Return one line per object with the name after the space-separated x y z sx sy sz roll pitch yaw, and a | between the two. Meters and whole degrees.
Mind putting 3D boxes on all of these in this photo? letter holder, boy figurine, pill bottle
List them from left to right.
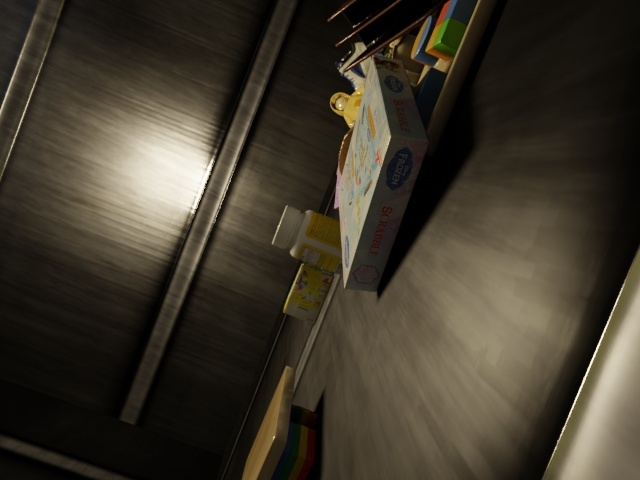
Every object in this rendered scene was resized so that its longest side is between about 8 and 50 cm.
0.000 0.000 1.300 0.119 0.208 0.119 -158 90 -85 | pill bottle
0.135 -0.467 1.900 0.285 0.092 0.177 34 104 55 | boy figurine
0.162 -0.612 1.493 0.301 0.152 0.214 -20 25 44 | letter holder

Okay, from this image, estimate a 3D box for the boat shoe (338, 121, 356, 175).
0.162 -0.339 1.693 0.123 0.123 0.342 -17 -50 -57 | boat shoe

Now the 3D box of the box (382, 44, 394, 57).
0.332 -0.859 2.184 0.293 0.073 0.296 153 139 -81 | box

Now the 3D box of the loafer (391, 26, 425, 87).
0.234 -0.489 1.453 0.269 0.101 0.092 -73 1 -48 | loafer

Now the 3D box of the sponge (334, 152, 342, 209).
0.091 -0.220 1.917 0.117 0.031 0.210 155 122 -67 | sponge

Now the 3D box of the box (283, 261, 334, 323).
-0.033 0.148 1.662 0.043 0.105 0.179 -103 35 -80 | box

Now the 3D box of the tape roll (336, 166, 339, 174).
0.164 -0.419 2.130 0.392 0.072 0.392 -158 90 -85 | tape roll

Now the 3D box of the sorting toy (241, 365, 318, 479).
-0.081 0.426 1.081 0.255 0.089 0.257 -85 16 -74 | sorting toy

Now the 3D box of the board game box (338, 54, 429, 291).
0.100 -0.128 1.024 0.319 0.065 0.318 -90 11 -50 | board game box

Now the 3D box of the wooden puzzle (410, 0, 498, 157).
0.214 -0.322 1.074 0.348 0.080 0.322 -104 35 -82 | wooden puzzle

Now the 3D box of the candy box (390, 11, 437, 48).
0.319 -0.746 1.683 0.183 0.087 0.317 -126 57 -83 | candy box

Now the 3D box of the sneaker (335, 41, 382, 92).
0.150 -0.677 2.285 0.127 0.182 0.316 -99 10 -61 | sneaker

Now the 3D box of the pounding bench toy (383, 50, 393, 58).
0.263 -0.687 2.097 0.052 0.083 0.065 -84 15 -74 | pounding bench toy
